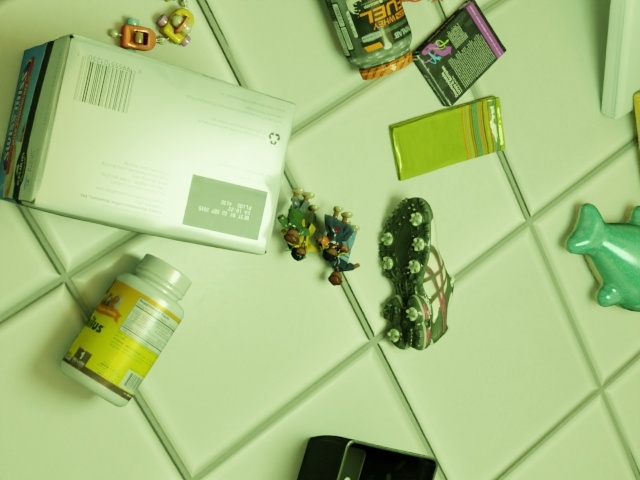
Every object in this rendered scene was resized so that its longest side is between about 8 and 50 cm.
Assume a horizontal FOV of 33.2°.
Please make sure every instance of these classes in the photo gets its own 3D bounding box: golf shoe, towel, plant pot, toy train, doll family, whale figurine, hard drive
[{"bbox_3d":[0.174,0.054,1.875,0.120,0.105,0.273,-11,107,-44],"label":"golf shoe"},{"bbox_3d":[0.231,-0.183,1.913,0.237,0.021,0.102,-19,103,-27],"label":"towel"},{"bbox_3d":[0.056,0.418,1.794,0.188,0.167,0.187,18,87,-29],"label":"plant pot"},{"bbox_3d":[-0.242,-0.351,1.611,0.125,0.046,0.166,10,91,-30],"label":"toy train"},{"bbox_3d":[0.000,0.000,1.768,0.193,0.076,0.111,23,65,-25],"label":"doll family"},{"bbox_3d":[0.597,0.031,2.075,0.272,0.141,0.216,32,80,-28],"label":"whale figurine"},{"bbox_3d":[0.625,-0.422,2.004,0.233,0.047,0.353,-33,140,-22],"label":"hard drive"}]

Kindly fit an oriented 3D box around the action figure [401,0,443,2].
[{"bbox_3d":[0.192,-0.497,1.793,0.280,0.091,0.139,-59,165,26],"label":"action figure"}]

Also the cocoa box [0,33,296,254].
[{"bbox_3d":[-0.251,-0.127,1.525,0.347,0.228,0.231,13,88,-30],"label":"cocoa box"}]

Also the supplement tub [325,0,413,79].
[{"bbox_3d":[0.078,-0.366,1.752,0.117,0.117,0.190,-31,109,-23],"label":"supplement tub"}]

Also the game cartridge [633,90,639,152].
[{"bbox_3d":[0.768,-0.227,2.166,0.323,0.052,0.285,-30,121,-23],"label":"game cartridge"}]

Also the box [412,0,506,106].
[{"bbox_3d":[0.245,-0.331,1.901,0.162,0.029,0.116,-46,114,-19],"label":"box"}]

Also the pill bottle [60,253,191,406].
[{"bbox_3d":[-0.283,0.130,1.598,0.117,0.117,0.215,38,76,-27],"label":"pill bottle"}]
